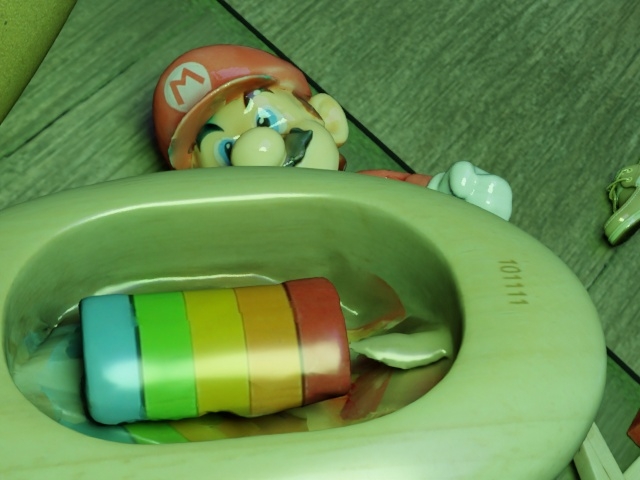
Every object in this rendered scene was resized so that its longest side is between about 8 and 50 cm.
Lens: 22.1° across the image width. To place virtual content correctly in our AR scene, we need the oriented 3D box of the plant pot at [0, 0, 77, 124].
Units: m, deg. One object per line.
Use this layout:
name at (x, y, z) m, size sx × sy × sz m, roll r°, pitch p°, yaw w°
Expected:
plant pot at (-0.256, -0.167, 1.050) m, size 0.237 × 0.237 × 0.254 m, roll 17°, pitch 68°, yaw -19°

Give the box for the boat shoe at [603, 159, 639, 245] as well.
boat shoe at (0.259, -0.040, 1.347) m, size 0.045 × 0.050 × 0.135 m, roll 43°, pitch 40°, yaw 7°

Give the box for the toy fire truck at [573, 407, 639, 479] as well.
toy fire truck at (0.188, 0.150, 1.182) m, size 0.135 × 0.047 × 0.192 m, roll 38°, pitch 50°, yaw -3°

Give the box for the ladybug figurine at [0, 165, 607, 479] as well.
ladybug figurine at (-0.063, 0.096, 0.949) m, size 0.449 × 0.162 × 0.305 m, roll -2°, pitch 43°, yaw -5°

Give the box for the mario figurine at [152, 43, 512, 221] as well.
mario figurine at (0.000, 0.000, 1.099) m, size 0.320 × 0.170 × 0.198 m, roll 50°, pitch 52°, yaw 6°
